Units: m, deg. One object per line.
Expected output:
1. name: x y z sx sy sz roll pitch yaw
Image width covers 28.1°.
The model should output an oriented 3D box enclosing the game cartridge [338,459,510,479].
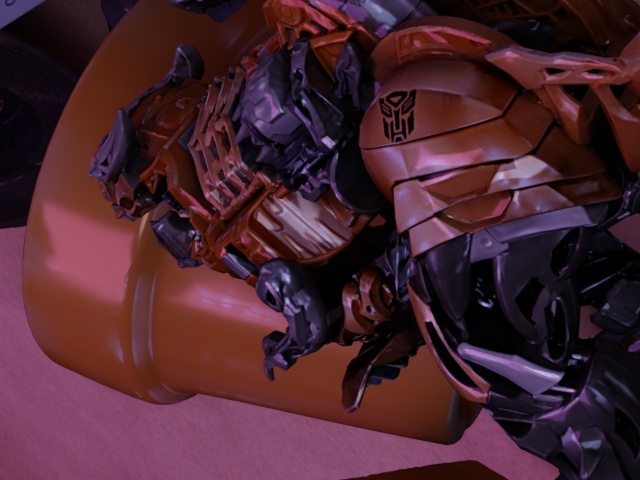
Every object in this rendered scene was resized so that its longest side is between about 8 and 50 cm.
1. game cartridge: 0.159 0.198 0.530 0.324 0.052 0.285 29 -177 21

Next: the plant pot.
1. plant pot: 0.000 0.000 0.593 0.188 0.205 0.205 22 144 17

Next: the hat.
1. hat: -0.273 -0.115 0.875 0.331 0.331 0.134 137 137 -62

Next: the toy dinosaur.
1. toy dinosaur: 0.057 -0.005 0.377 0.218 0.164 0.322 55 162 -25

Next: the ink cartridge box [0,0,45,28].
1. ink cartridge box: -0.093 -0.167 0.379 0.065 0.311 0.185 35 149 30

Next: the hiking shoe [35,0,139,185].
1. hiking shoe: -0.111 -0.046 0.742 0.227 0.114 0.086 83 166 -46
